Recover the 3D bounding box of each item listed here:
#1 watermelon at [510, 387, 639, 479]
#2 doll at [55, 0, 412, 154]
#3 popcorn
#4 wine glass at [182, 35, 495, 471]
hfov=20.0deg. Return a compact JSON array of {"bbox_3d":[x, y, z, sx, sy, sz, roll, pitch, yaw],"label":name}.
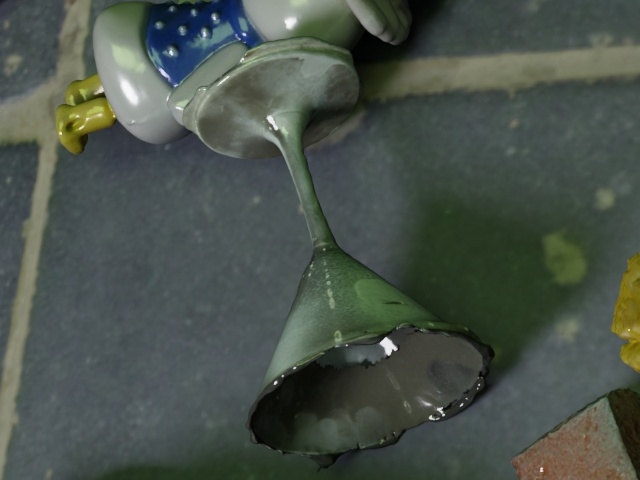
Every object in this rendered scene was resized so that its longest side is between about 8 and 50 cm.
[{"bbox_3d":[0.161,0.194,1.001,0.154,0.094,0.241,-19,62,30],"label":"watermelon"},{"bbox_3d":[-0.050,-0.143,1.214,0.293,0.119,0.138,-27,31,20],"label":"doll"},{"bbox_3d":[0.201,0.037,1.035,0.084,0.084,0.084,-10,67,23],"label":"popcorn"},{"bbox_3d":[0.000,0.000,1.115,0.156,0.156,0.232,-27,58,15],"label":"wine glass"}]
